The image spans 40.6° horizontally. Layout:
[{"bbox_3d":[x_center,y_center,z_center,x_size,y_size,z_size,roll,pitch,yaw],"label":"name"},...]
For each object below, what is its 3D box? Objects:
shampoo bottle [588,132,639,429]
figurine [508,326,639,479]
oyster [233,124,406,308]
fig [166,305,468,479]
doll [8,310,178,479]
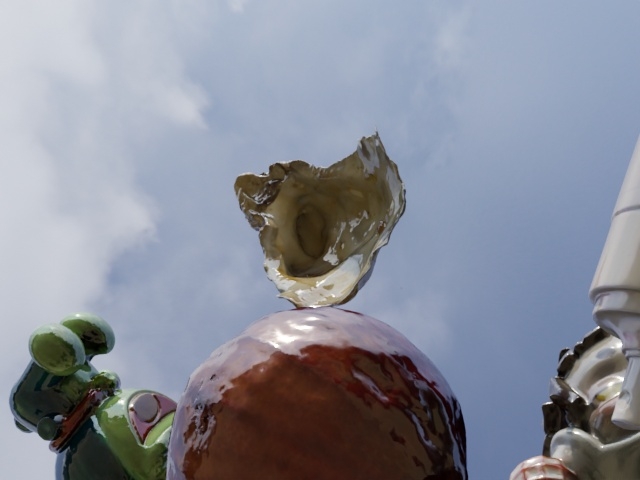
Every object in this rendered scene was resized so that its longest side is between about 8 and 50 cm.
[{"bbox_3d":[0.209,-0.046,0.442,0.092,0.092,0.303,21,-102,6],"label":"shampoo bottle"},{"bbox_3d":[0.280,0.174,0.624,0.281,0.370,0.167,-20,-70,-2],"label":"figurine"},{"bbox_3d":[0.004,-0.013,0.780,0.107,0.233,0.161,41,-100,-31],"label":"oyster"},{"bbox_3d":[0.008,0.081,0.337,0.128,0.128,0.150,54,-47,6],"label":"fig"},{"bbox_3d":[-0.250,0.249,1.062,0.322,0.198,0.186,46,-76,7],"label":"doll"}]
